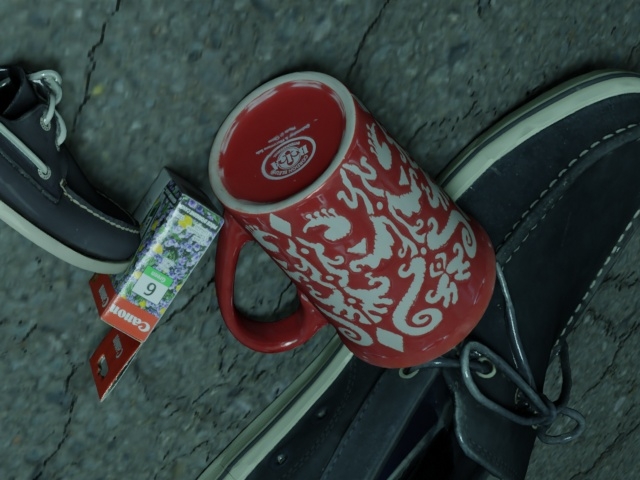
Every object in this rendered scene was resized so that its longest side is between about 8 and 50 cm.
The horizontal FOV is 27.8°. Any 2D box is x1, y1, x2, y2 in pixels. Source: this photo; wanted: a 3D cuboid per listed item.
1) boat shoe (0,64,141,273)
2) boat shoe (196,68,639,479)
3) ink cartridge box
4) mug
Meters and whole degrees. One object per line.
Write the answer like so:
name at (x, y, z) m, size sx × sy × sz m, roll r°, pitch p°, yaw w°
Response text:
boat shoe at (-0.139, -0.050, 0.578) m, size 0.065 × 0.075 × 0.206 m, roll -49°, pitch 137°, yaw 1°
boat shoe at (0.092, 0.101, 0.868) m, size 0.500 × 0.156 × 0.187 m, roll -49°, pitch 140°, yaw -7°
ink cartridge box at (-0.098, 0.022, 0.680) m, size 0.029 × 0.063 × 0.115 m, roll 33°, pitch 95°, yaw -22°
mug at (0.008, 0.002, 0.739) m, size 0.150 × 0.113 × 0.169 m, roll -53°, pitch 139°, yaw -8°
